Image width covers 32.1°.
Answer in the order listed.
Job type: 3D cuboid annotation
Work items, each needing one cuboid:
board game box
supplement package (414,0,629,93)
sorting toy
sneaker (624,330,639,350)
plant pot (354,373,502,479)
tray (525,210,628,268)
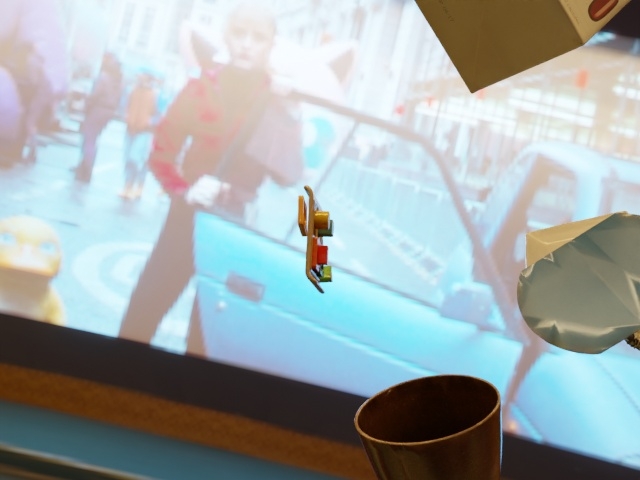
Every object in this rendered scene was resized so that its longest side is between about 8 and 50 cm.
[{"bbox_3d":[0.276,0.049,1.067,0.133,0.169,0.033,57,-2,47],"label":"board game box"},{"bbox_3d":[0.228,-0.355,1.400,0.204,0.145,0.262,-18,-70,53],"label":"supplement package"},{"bbox_3d":[0.000,0.000,2.231,0.047,0.196,0.347,-3,-11,6],"label":"sorting toy"},{"bbox_3d":[0.592,0.186,2.058,0.058,0.135,0.052,-21,-18,-26],"label":"sneaker"},{"bbox_3d":[0.180,0.348,1.647,0.215,0.230,0.215,-12,17,4],"label":"plant pot"},{"bbox_3d":[0.340,0.019,1.445,0.145,0.030,0.270,-12,12,13],"label":"tray"}]
